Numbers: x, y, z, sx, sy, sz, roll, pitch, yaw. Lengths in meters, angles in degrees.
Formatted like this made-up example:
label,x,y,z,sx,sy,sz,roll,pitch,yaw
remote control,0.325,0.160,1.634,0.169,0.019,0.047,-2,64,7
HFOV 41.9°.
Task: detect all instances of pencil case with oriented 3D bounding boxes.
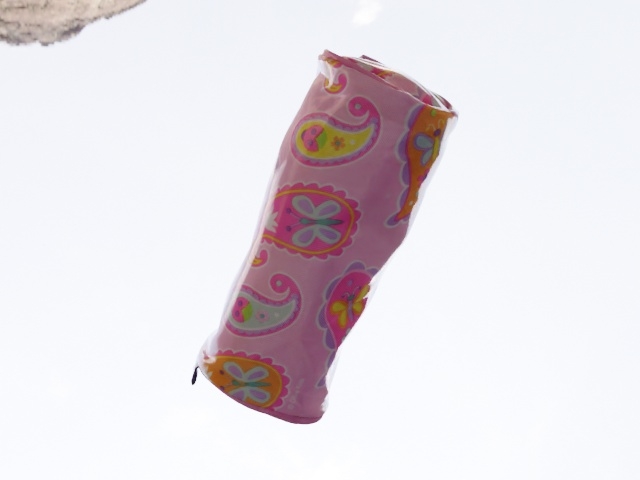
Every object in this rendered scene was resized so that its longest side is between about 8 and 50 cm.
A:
label,x,y,z,sx,sy,sz,roll,pitch,yaw
pencil case,0.000,0.000,0.648,0.124,0.124,0.284,18,-73,-17
